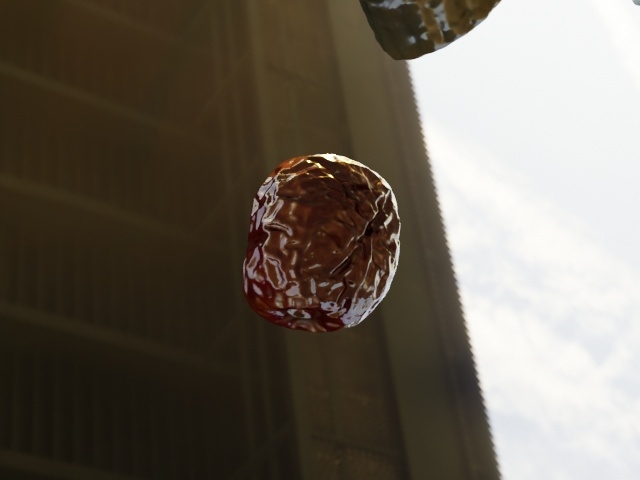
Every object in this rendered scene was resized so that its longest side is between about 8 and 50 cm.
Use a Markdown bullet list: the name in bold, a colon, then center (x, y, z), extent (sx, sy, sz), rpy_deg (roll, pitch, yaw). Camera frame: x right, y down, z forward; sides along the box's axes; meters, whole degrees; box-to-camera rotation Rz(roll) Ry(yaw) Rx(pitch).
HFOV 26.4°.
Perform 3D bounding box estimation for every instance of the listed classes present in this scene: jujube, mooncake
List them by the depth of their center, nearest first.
- **jujube**: center (0.000, 0.000, 1.826), extent (0.213, 0.213, 0.232), rpy_deg (22, -117, -25)
- **mooncake**: center (0.163, -0.379, 2.006), extent (0.124, 0.228, 0.228), rpy_deg (54, -149, -27)

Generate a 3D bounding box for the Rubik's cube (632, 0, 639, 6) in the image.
- **Rubik's cube**: center (0.592, -0.402, 1.576), extent (0.321, 0.319, 0.316), rpy_deg (9, -176, -16)
